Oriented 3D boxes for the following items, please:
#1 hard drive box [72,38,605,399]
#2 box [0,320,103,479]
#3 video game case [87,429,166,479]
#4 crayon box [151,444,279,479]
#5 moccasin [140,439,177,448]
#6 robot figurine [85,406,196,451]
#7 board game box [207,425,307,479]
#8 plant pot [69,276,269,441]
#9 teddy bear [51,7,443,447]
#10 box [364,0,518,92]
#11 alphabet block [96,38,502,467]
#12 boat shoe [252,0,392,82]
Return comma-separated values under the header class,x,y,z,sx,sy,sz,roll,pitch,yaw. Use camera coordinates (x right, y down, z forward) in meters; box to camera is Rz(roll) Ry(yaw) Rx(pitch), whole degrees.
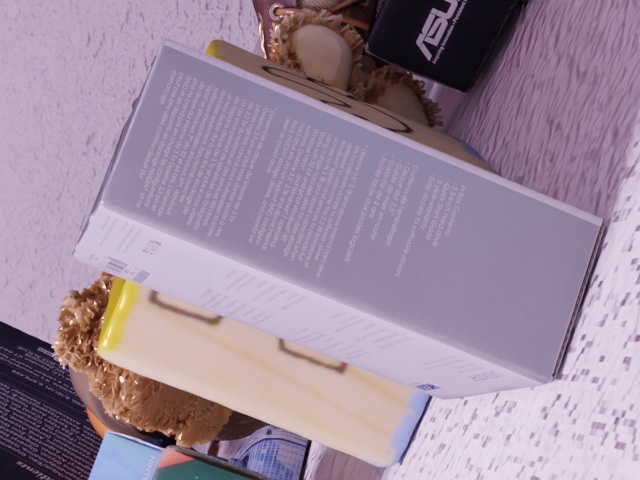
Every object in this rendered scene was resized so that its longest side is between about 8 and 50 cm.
class,x,y,z,sx,sy,sz,roll,pitch,yaw
hard drive box,0.000,0.000,0.840,0.181,0.232,0.089,149,142,-75
box,-0.419,0.410,1.849,0.480,0.297,0.472,-65,-5,16
video game case,-0.172,0.311,1.405,0.244,0.061,0.269,53,-124,-73
crayon box,-0.102,0.300,1.044,0.202,0.081,0.318,66,-137,-76
moccasin,-0.104,0.098,1.593,0.138,0.117,0.342,115,178,-67
robot figurine,-0.172,0.164,1.730,0.219,0.128,0.158,11,-92,-76
board game box,-0.075,0.232,1.303,0.194,0.060,0.194,120,167,-45
plant pot,-0.082,0.090,1.359,0.110,0.237,0.237,44,120,36
teddy bear,-0.055,-0.014,1.206,0.113,0.245,0.338,41,113,46
box,0.157,-0.347,1.174,0.318,0.097,0.395,-76,10,-56
alphabet block,-0.014,0.002,1.036,0.192,0.197,0.193,-115,47,-77
boat shoe,0.007,-0.162,1.307,0.123,0.123,0.342,-120,24,-66
